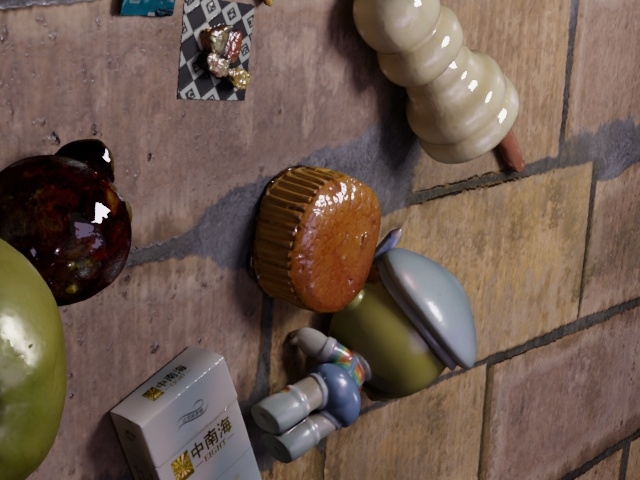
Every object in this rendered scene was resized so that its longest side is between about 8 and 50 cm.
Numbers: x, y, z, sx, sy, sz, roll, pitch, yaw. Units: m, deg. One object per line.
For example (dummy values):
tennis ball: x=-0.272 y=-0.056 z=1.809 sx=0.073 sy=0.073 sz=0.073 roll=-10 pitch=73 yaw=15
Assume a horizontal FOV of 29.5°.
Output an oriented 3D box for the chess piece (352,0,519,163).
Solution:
chess piece: x=0.148 y=-0.260 z=1.723 sx=0.300 sy=0.167 sz=0.167 roll=47 pitch=66 yaw=-39

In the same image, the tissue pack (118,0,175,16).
tissue pack: x=-0.190 y=-0.325 z=1.386 sx=0.085 sy=0.028 sz=0.138 roll=-8 pitch=105 yaw=-48

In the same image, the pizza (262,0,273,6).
pizza: x=-0.043 y=-0.363 z=1.546 sx=0.108 sy=0.026 sz=0.123 roll=-21 pitch=117 yaw=-47

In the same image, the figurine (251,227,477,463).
figurine: x=0.079 y=0.184 z=1.734 sx=0.382 sy=0.205 sz=0.225 roll=-50 pitch=123 yaw=-25

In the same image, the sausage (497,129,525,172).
sausage: x=0.308 y=-0.165 z=2.016 sx=0.042 sy=0.036 sz=0.158 roll=-51 pitch=136 yaw=-15

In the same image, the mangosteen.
mangosteen: x=-0.278 y=-0.023 z=1.291 sx=0.172 sy=0.172 sz=0.184 roll=54 pitch=35 yaw=-44

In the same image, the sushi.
sushi: x=-0.120 y=-0.233 z=1.497 sx=0.120 sy=0.026 sz=0.126 roll=-6 pitch=106 yaw=-48

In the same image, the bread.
bread: x=0.001 y=0.000 z=1.655 sx=0.199 sy=0.104 sz=0.199 roll=-17 pitch=115 yaw=-43

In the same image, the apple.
apple: x=-0.375 y=0.122 z=1.125 sx=0.292 sy=0.254 sz=0.292 roll=-13 pitch=114 yaw=-32

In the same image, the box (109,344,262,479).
box: x=-0.167 y=0.277 z=1.577 sx=0.155 sy=0.067 sz=0.243 roll=-41 pitch=131 yaw=-36
